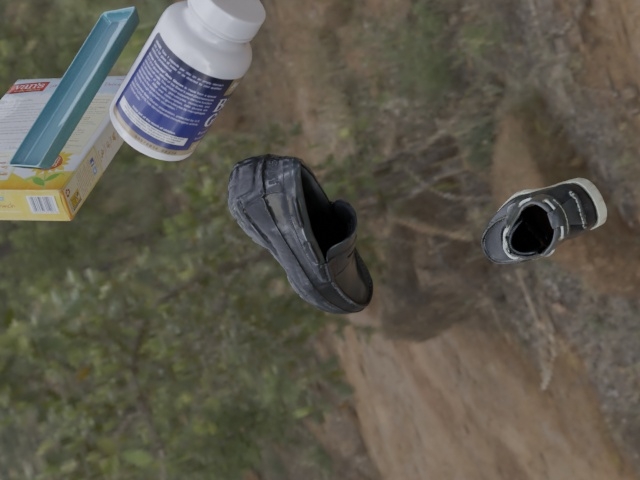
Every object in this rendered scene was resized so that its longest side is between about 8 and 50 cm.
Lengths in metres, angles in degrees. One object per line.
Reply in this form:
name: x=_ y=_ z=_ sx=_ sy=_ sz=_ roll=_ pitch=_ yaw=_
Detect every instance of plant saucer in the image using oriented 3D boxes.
plant saucer: x=-0.240 y=-0.149 z=1.144 sx=0.067 sy=0.192 sz=0.018 roll=6 pitch=152 yaw=50

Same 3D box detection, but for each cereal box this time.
cereal box: x=-0.318 y=-0.110 z=1.327 sx=0.240 sy=0.173 sz=0.047 roll=-67 pitch=-28 yaw=-49

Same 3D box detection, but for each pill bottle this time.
pill bottle: x=-0.122 y=-0.163 z=1.087 sx=0.169 sy=0.094 sz=0.094 roll=-51 pitch=53 yaw=33

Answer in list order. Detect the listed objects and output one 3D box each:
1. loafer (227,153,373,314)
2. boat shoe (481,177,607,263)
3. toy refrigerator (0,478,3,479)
loafer: x=0.000 y=0.000 z=1.025 sx=0.223 sy=0.078 sz=0.076 roll=49 pitch=-143 yaw=-47
boat shoe: x=0.248 y=-0.014 z=1.398 sx=0.084 sy=0.079 sz=0.233 roll=59 pitch=157 yaw=1
toy refrigerator: x=-0.296 y=0.295 z=0.816 sx=0.102 sy=0.269 sz=0.094 roll=28 pitch=171 yaw=-2
